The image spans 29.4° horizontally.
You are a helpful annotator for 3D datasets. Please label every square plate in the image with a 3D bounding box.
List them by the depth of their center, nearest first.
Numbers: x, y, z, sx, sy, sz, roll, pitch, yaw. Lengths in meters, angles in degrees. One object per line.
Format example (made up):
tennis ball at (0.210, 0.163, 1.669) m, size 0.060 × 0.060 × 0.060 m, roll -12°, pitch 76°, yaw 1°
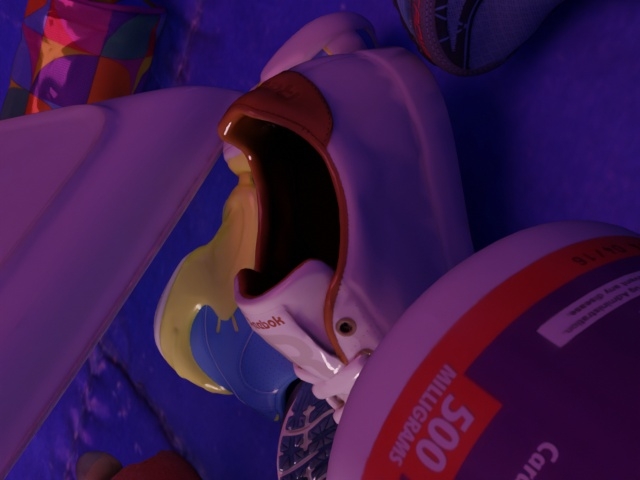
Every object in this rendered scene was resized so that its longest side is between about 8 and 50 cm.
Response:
square plate at (-0.247, 0.032, 0.703) m, size 0.347 × 0.049 × 0.344 m, roll -6°, pitch 40°, yaw 36°

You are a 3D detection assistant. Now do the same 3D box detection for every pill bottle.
pill bottle at (0.156, 0.131, 0.379) m, size 0.323 × 0.182 × 0.181 m, roll 36°, pitch 117°, yaw 47°

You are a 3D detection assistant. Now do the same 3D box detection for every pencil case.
pencil case at (-0.185, -0.078, 0.886) m, size 0.104 × 0.104 × 0.236 m, roll 44°, pitch 122°, yaw 43°

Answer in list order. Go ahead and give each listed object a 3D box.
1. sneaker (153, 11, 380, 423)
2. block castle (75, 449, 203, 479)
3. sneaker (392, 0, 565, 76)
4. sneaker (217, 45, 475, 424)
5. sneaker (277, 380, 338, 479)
sneaker at (0.000, 0.000, 0.677) m, size 0.126 × 0.091 × 0.240 m, roll 39°, pitch 120°, yaw 23°
block castle at (-0.223, 0.358, 0.744) m, size 0.213 × 0.303 × 0.453 m, roll 37°, pitch 117°, yaw 32°
sneaker at (0.124, -0.148, 0.489) m, size 0.262 × 0.104 × 0.125 m, roll -52°, pitch 54°, yaw 39°
sneaker at (0.021, 0.059, 0.575) m, size 0.106 × 0.123 × 0.290 m, roll -19°, pitch 88°, yaw 53°
sneaker at (-0.004, 0.128, 0.669) m, size 0.058 × 0.052 × 0.135 m, roll -132°, pitch 32°, yaw -57°
